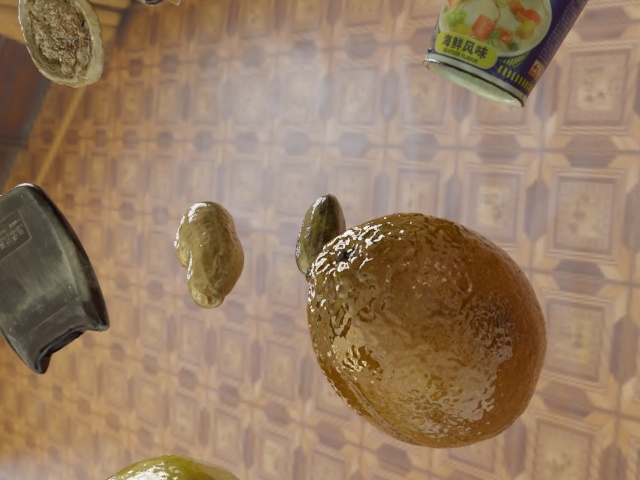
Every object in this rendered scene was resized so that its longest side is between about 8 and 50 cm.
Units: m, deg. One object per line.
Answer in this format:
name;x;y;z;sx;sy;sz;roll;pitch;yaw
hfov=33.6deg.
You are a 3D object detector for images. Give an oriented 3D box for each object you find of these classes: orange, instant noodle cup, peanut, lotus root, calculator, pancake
orange;0.144;0.123;1.506;0.322;0.357;0.322;-41;25;24
instant noodle cup;0.324;-0.408;1.819;0.284;0.284;0.312;29;96;50
peanut;-0.222;0.028;2.135;0.137;0.122;0.253;-37;43;14
lotus root;0.000;0.000;1.862;0.081;0.089;0.179;-3;57;20
calculator;-0.415;0.045;1.515;0.177;0.040;0.268;-35;73;13
pancake;-0.312;-0.255;1.281;0.152;0.025;0.151;19;121;34

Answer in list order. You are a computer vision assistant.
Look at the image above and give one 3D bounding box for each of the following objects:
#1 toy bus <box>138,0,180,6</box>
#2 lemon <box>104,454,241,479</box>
toy bus;-0.305;-0.448;1.401;0.331;0.145;0.151;35;96;6
lemon;-0.236;0.522;1.773;0.364;0.364;0.364;-3;86;53
